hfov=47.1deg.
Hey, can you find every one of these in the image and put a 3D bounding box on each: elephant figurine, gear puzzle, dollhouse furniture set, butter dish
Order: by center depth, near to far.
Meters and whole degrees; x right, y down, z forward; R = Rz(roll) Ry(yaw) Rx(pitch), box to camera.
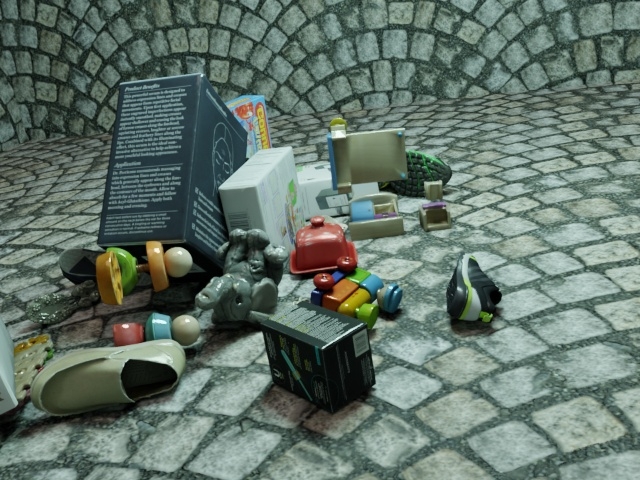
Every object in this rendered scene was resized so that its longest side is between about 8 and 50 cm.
[{"bbox_3d":[-0.591,0.262,1.386,0.175,0.044,0.339,-20,17,-1],"label":"gear puzzle"},{"bbox_3d":[-0.168,0.106,1.486,0.169,0.186,0.239,-36,26,45],"label":"elephant figurine"},{"bbox_3d":[0.000,0.000,1.724,0.159,0.118,0.160,-9,21,2],"label":"butter dish"},{"bbox_3d":[0.172,-0.186,1.882,0.286,0.303,0.198,-7,21,4],"label":"dollhouse furniture set"}]

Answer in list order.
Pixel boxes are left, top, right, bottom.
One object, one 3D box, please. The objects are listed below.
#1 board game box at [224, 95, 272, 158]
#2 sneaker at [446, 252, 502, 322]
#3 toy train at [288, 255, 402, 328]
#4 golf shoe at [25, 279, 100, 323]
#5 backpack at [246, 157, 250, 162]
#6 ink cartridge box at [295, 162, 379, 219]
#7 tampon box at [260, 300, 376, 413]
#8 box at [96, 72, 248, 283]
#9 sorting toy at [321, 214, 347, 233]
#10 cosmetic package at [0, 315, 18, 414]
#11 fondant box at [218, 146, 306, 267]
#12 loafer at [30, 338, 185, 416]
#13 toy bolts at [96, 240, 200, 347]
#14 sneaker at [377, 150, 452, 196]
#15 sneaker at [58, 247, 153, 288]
[{"bbox_3d":[-0.264,-0.265,2.271,0.086,0.308,0.302,4,25,28],"label":"board game box"},{"bbox_3d":[0.300,0.102,1.424,0.097,0.084,0.235,19,26,4],"label":"sneaker"},{"bbox_3d":[0.045,0.131,1.403,0.143,0.105,0.248,19,31,27],"label":"toy train"},{"bbox_3d":[-0.599,0.147,1.687,0.176,0.069,0.086,-21,6,-43],"label":"golf shoe"},{"bbox_3d":[-0.335,-0.104,2.015,0.276,0.213,0.263,-2,12,35],"label":"backpack"},{"bbox_3d":[0.029,-0.150,2.114,0.272,0.115,0.198,-8,20,3],"label":"ink cartridge box"},{"bbox_3d":[-0.005,0.188,1.219,0.101,0.121,0.161,-25,26,-35],"label":"tampon box"},{"bbox_3d":[-0.322,-0.131,1.681,0.211,0.396,0.293,-3,-20,15],"label":"box"},{"bbox_3d":[0.031,-0.031,1.909,0.075,0.045,0.083,3,22,11],"label":"sorting toy"},{"bbox_3d":[-0.652,0.210,1.276,0.197,0.155,0.365,-25,17,-19],"label":"cosmetic package"},{"bbox_3d":[-0.130,-0.071,1.795,0.096,0.238,0.330,-4,21,16],"label":"fondant box"},{"bbox_3d":[-0.362,0.237,1.268,0.268,0.102,0.092,-15,15,-18],"label":"loafer"},{"bbox_3d":[-0.317,0.111,1.391,0.158,0.229,0.218,-9,-3,-7],"label":"toy bolts"},{"bbox_3d":[0.258,-0.221,2.185,0.146,0.134,0.343,-23,24,-35],"label":"sneaker"},{"bbox_3d":[-0.522,0.074,1.790,0.226,0.086,0.163,15,-17,-18],"label":"sneaker"}]
